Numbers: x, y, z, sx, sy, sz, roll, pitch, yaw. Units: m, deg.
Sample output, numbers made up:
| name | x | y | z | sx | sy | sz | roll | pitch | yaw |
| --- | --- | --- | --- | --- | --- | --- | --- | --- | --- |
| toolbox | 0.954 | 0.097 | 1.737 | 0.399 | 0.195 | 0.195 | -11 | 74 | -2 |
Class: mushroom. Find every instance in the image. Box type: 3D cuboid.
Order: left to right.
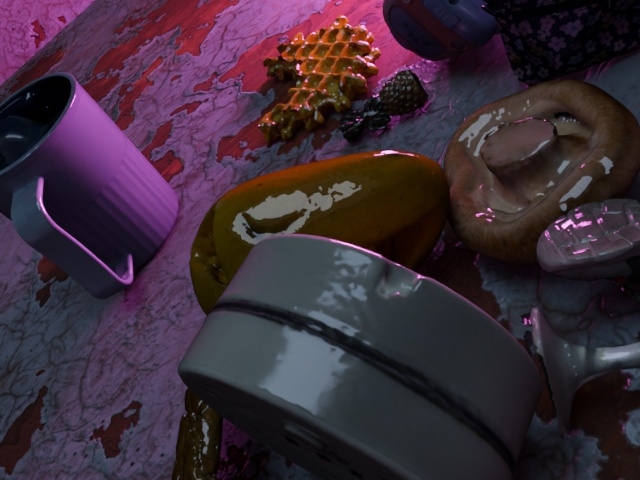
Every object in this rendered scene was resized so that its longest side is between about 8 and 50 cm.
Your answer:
| name | x | y | z | sx | sy | sz | roll | pitch | yaw |
| --- | --- | --- | --- | --- | --- | --- | --- | --- | --- |
| mushroom | 0.271 | -0.091 | 0.909 | 0.278 | 0.146 | 0.278 | -26 | 44 | 28 |

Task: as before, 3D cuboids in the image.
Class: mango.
| name | x | y | z | sx | sy | sz | roll | pitch | yaw |
| --- | --- | --- | --- | --- | --- | --- | --- | --- | --- |
| mango | 0.000 | 0.000 | 0.928 | 0.365 | 0.253 | 0.182 | -31 | 46 | 12 |

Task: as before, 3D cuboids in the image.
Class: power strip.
| name | x | y | z | sx | sy | sz | roll | pitch | yaw |
| --- | --- | --- | --- | --- | --- | --- | --- | --- | --- |
| power strip | 0.037 | 0.157 | 0.720 | 0.357 | 0.357 | 0.161 | 10 | 61 | 40 |

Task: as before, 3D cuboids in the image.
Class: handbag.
| name | x | y | z | sx | sy | sz | roll | pitch | yaw |
| --- | --- | --- | --- | --- | --- | --- | --- | --- | --- |
| handbag | 0.358 | -0.342 | 1.021 | 0.229 | 0.208 | 0.126 | -16 | 51 | 19 |

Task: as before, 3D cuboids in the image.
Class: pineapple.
| name | x | y | z | sx | sy | sz | roll | pitch | yaw |
| --- | --- | --- | --- | --- | --- | --- | --- | --- | --- |
| pineapple | 0.102 | -0.225 | 1.206 | 0.159 | 0.074 | 0.074 | -32 | 41 | 19 |

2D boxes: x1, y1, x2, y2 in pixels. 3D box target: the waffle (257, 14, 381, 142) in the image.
| name | x | y | z | sx | sy | sz | roll | pitch | yaw |
| --- | --- | --- | --- | --- | --- | --- | --- | --- | --- |
| waffle | -0.008 | -0.330 | 1.372 | 0.260 | 0.069 | 0.293 | -23 | 45 | 18 |

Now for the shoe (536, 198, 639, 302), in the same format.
| name | x | y | z | sx | sy | sz | roll | pitch | yaw |
| --- | --- | --- | --- | --- | --- | --- | --- | --- | --- |
| shoe | 0.350 | 0.024 | 0.769 | 0.228 | 0.125 | 0.099 | -8 | 34 | 6 |

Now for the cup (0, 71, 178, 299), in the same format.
| name | x | y | z | sx | sy | sz | roll | pitch | yaw |
| --- | --- | --- | --- | --- | --- | --- | --- | --- | --- |
| cup | -0.422 | -0.092 | 1.264 | 0.257 | 0.311 | 0.331 | -49 | 43 | -12 |

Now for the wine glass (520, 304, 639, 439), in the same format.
| name | x | y | z | sx | sy | sz | roll | pitch | yaw |
| --- | --- | --- | --- | --- | --- | --- | --- | --- | --- |
| wine glass | 0.366 | 0.099 | 0.677 | 0.321 | 0.143 | 0.143 | -16 | 46 | 23 |

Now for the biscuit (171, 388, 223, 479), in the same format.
| name | x | y | z | sx | sy | sz | roll | pitch | yaw |
| --- | --- | --- | --- | --- | --- | --- | --- | --- | --- |
| biscuit | -0.154 | 0.259 | 0.870 | 0.042 | 0.226 | 0.226 | 10 | 46 | -13 |

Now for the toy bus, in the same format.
| name | x | y | z | sx | sy | sz | roll | pitch | yaw |
| --- | --- | --- | --- | --- | --- | --- | --- | --- | --- |
| toy bus | 0.222 | -0.433 | 1.206 | 0.232 | 0.197 | 0.294 | -33 | 22 | 56 |
